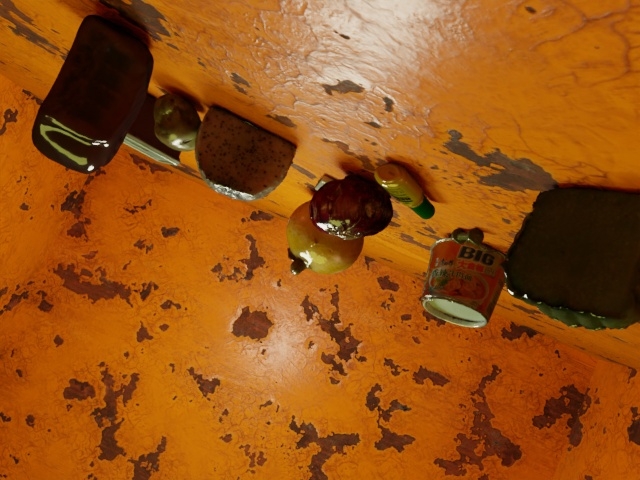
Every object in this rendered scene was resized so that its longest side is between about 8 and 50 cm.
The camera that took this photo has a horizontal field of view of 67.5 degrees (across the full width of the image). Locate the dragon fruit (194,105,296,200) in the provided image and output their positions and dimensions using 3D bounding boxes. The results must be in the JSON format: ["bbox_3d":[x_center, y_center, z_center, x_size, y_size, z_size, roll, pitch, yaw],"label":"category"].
[{"bbox_3d":[-0.238,-0.228,1.407,0.283,0.221,0.204,23,169,-10],"label":"dragon fruit"}]

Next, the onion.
[{"bbox_3d":[0.091,-0.096,1.399,0.247,0.190,0.246,1,179,0],"label":"onion"}]

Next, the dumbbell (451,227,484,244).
[{"bbox_3d":[0.439,-0.012,1.434,0.052,0.046,0.118,31,174,-12],"label":"dumbbell"}]

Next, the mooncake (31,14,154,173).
[{"bbox_3d":[-0.491,-0.326,1.069,0.174,0.325,0.334,29,141,-24],"label":"mooncake"}]

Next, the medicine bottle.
[{"bbox_3d":[0.228,-0.119,1.219,0.095,0.064,0.261,20,174,38],"label":"medicine bottle"}]

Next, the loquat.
[{"bbox_3d":[0.000,0.000,1.951,0.328,0.359,0.328,36,159,17],"label":"loquat"}]

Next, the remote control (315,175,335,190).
[{"bbox_3d":[0.031,-0.182,1.645,0.088,0.029,0.190,25,175,-5],"label":"remote control"}]

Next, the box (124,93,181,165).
[{"bbox_3d":[-0.590,-0.390,1.615,0.294,0.167,0.193,28,175,-40],"label":"box"}]

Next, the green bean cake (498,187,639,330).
[{"bbox_3d":[0.446,0.030,0.825,0.125,0.227,0.223,31,172,-38],"label":"green bean cake"}]

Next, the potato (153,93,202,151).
[{"bbox_3d":[-0.415,-0.342,1.415,0.137,0.154,0.200,4,175,-4],"label":"potato"}]

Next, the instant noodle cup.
[{"bbox_3d":[0.481,0.154,1.627,0.297,0.213,0.296,20,159,8],"label":"instant noodle cup"}]
